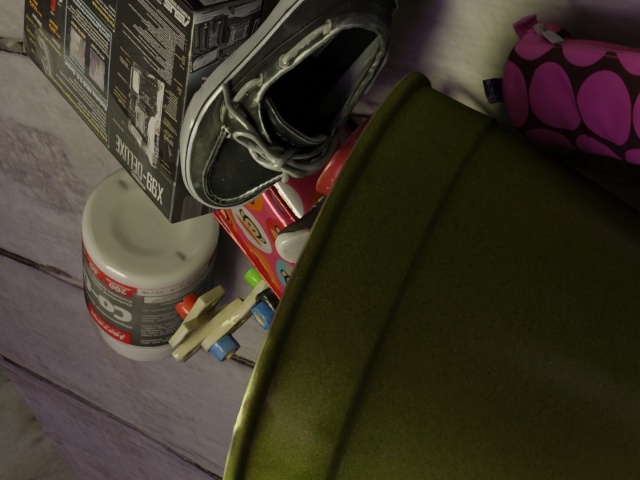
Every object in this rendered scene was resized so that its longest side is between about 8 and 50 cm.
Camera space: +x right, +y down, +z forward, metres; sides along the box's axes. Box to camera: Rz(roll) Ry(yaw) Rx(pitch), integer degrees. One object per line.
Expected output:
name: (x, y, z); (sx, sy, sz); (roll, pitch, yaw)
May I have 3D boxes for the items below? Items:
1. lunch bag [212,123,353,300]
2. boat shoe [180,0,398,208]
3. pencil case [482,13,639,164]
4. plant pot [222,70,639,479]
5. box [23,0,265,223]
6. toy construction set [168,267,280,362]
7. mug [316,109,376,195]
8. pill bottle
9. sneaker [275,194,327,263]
lunch bag: (0.000, 0.000, 1.823); (0.293, 0.120, 0.258); (53, 162, 0)
boat shoe: (-0.029, -0.107, 1.543); (0.113, 0.105, 0.306); (23, 134, -26)
pencil case: (0.215, -0.102, 1.262); (0.209, 0.095, 0.098); (16, 124, 52)
plant pot: (0.162, 0.110, 1.358); (0.353, 0.366, 0.366); (23, 153, 9)
box: (-0.177, -0.202, 1.720); (0.307, 0.077, 0.242); (47, 142, 36)
toy construction set: (-0.015, 0.142, 2.056); (0.328, 0.151, 0.215); (36, 157, 6)
mug: (0.093, -0.032, 1.573); (0.169, 0.113, 0.150); (43, 176, 9)
pill bottle: (-0.209, 0.036, 2.220); (0.161, 0.161, 0.283); (45, 158, 15)
sneaker: (0.021, -0.030, 1.675); (0.065, 0.158, 0.061); (56, 155, 26)
